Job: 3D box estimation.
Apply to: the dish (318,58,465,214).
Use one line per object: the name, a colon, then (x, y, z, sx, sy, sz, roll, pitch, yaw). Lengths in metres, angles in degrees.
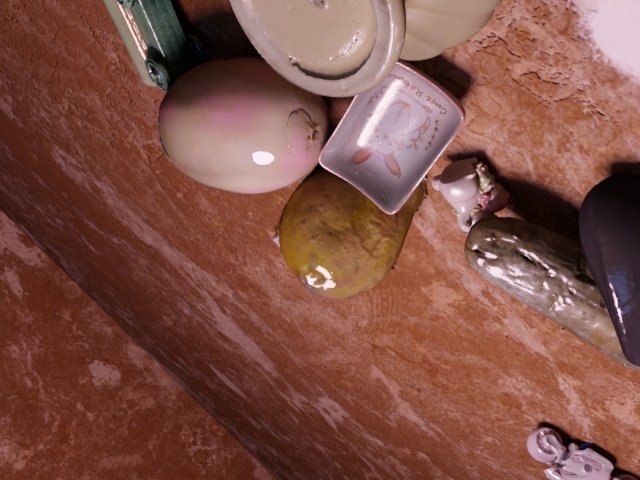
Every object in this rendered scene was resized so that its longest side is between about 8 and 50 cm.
dish: (0.110, -0.161, 0.965, 0.151, 0.077, 0.212, 36, 130, 3)

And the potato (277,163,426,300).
potato: (0.038, -0.019, 1.092, 0.229, 0.266, 0.229, 25, 143, 20)

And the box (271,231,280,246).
box: (0.000, 0.000, 1.375, 0.129, 0.033, 0.247, 46, 149, -11)

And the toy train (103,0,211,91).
toy train: (-0.303, -0.382, 1.127, 0.177, 0.116, 0.285, 29, 151, 39)

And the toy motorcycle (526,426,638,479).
toy motorcycle: (0.546, 0.487, 1.369, 0.254, 0.112, 0.112, 30, 148, 11)

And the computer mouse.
computer mouse: (0.425, 0.045, 0.837, 0.086, 0.137, 0.270, -65, -49, -82)

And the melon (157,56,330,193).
melon: (-0.131, -0.187, 1.080, 0.317, 0.223, 0.223, 12, 140, 37)

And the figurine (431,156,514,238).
figurine: (0.243, -0.049, 1.005, 0.098, 0.081, 0.146, -4, 129, 48)

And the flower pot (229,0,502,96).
flower pot: (0.049, -0.312, 0.708, 0.307, 0.244, 0.307, 26, 147, 18)

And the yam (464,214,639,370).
yam: (0.361, 0.067, 0.956, 0.330, 0.133, 0.133, 28, 149, 2)
